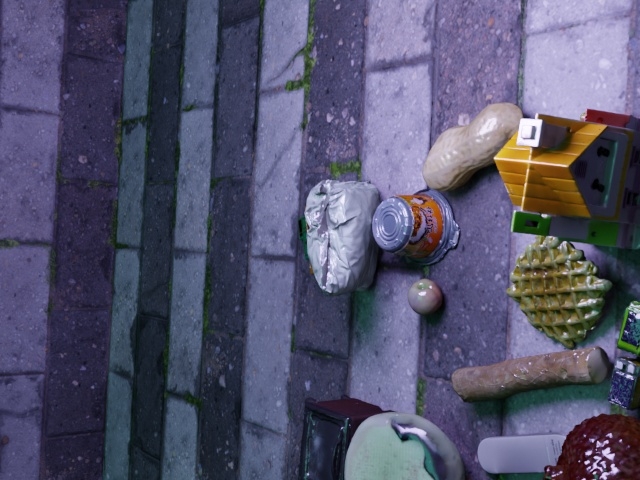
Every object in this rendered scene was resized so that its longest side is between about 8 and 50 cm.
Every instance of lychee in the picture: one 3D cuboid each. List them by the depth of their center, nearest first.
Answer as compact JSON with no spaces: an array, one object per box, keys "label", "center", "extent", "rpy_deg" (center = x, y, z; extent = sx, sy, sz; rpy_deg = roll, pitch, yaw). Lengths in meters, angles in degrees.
[{"label":"lychee","center":[0.501,0.419,1.319],"extent":[0.260,0.260,0.261],"rpy_deg":[-5,83,52]}]

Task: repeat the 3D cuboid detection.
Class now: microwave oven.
[{"label":"microwave oven","center":[0.055,0.513,1.916],"extent":[0.178,0.188,0.248],"rpy_deg":[5,92,52]}]

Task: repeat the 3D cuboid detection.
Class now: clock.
[{"label":"clock","center":[0.433,-0.116,1.383],"extent":[0.166,0.309,0.235],"rpy_deg":[15,99,50]}]

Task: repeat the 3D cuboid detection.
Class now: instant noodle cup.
[{"label":"instant noodle cup","center":[0.200,-0.035,1.822],"extent":[0.208,0.125,0.178],"rpy_deg":[-5,83,51]}]

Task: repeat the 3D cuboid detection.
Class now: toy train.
[{"label":"toy train","center":[0.552,0.201,1.392],"extent":[0.060,0.081,0.202],"rpy_deg":[20,103,50]},{"label":"toy train","center":[0.000,0.000,2.108],"extent":[0.136,0.091,0.228],"rpy_deg":[-20,72,60]}]

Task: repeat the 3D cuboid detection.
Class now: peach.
[{"label":"peach","center":[0.237,0.129,1.803],"extent":[0.083,0.083,0.083],"rpy_deg":[-5,83,52]}]

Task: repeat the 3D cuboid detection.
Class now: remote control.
[{"label":"remote control","center":[0.413,0.429,1.600],"extent":[0.245,0.022,0.077],"rpy_deg":[-22,73,48]}]

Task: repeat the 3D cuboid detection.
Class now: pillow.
[{"label":"pillow","center":[0.062,-0.005,1.881],"extent":[0.138,0.310,0.284],"rpy_deg":[0,93,22]}]

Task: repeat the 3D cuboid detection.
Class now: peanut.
[{"label":"peanut","center":[0.324,-0.202,1.697],"extent":[0.274,0.111,0.125],"rpy_deg":[-34,47,42]}]

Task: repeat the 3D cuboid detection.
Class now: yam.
[{"label":"yam","center":[0.409,0.268,1.574],"extent":[0.356,0.081,0.081],"rpy_deg":[-22,70,50]}]

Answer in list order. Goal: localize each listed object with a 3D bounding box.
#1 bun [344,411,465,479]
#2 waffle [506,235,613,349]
[{"label":"bun","center":[0.196,0.519,1.762],"extent":[0.283,0.179,0.283],"rpy_deg":[-6,78,31]},{"label":"waffle","center":[0.452,0.093,1.530],"extent":[0.208,0.054,0.214],"rpy_deg":[53,143,39]}]
